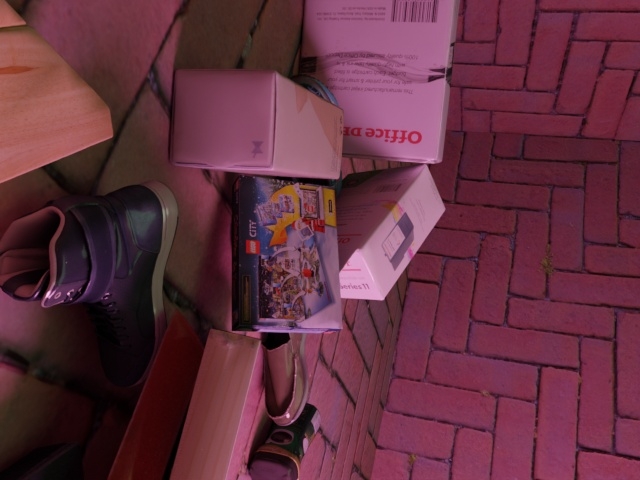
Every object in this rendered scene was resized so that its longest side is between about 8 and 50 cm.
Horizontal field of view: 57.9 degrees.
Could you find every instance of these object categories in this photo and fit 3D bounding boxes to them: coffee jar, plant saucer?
[{"bbox_3d":[-0.069,0.412,1.165,0.184,0.096,0.079,-55,145,-57],"label":"coffee jar"},{"bbox_3d":[-0.181,0.239,0.648,0.258,0.048,0.259,112,-6,-61],"label":"plant saucer"}]

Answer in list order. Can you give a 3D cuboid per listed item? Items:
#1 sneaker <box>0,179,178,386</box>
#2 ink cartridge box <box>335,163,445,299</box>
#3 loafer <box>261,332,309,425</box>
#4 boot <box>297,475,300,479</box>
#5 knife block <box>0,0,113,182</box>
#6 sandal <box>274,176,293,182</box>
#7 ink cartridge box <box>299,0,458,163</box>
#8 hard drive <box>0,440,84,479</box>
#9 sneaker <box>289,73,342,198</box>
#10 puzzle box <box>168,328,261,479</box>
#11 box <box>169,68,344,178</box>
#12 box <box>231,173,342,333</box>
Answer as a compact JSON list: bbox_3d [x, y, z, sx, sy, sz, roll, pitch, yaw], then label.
[{"bbox_3d":[-0.222,0.060,0.546,0.163,0.086,0.226,-25,129,-61],"label":"sneaker"},{"bbox_3d":[0.065,0.002,1.105,0.353,0.207,0.119,-48,122,-37],"label":"ink cartridge box"},{"bbox_3d":[-0.079,0.222,1.104,0.087,0.094,0.251,19,67,-49],"label":"loafer"},{"bbox_3d":[-0.075,0.578,1.292,0.084,0.059,0.157,-57,141,-50],"label":"boot"},{"bbox_3d":[-0.264,-0.050,0.340,0.275,0.088,0.242,58,42,-65],"label":"knife block"},{"bbox_3d":[-0.084,-0.046,1.007,0.254,0.055,0.097,-61,152,-52],"label":"sandal"},{"bbox_3d":[0.117,-0.359,1.157,0.166,0.286,0.394,-20,116,-72],"label":"ink cartridge box"},{"bbox_3d":[-0.276,0.323,0.502,0.172,0.054,0.254,-29,124,-71],"label":"hard drive"},{"bbox_3d":[-0.012,-0.168,1.056,0.125,0.104,0.261,-69,149,-62],"label":"sneaker"},{"bbox_3d":[-0.130,0.247,0.704,0.409,0.052,0.272,122,-19,-78],"label":"puzzle box"},{"bbox_3d":[-0.074,-0.156,0.842,0.311,0.148,0.121,-14,109,-74],"label":"box"},{"bbox_3d":[-0.053,0.022,0.879,0.044,0.159,0.233,140,-48,-60],"label":"box"}]
